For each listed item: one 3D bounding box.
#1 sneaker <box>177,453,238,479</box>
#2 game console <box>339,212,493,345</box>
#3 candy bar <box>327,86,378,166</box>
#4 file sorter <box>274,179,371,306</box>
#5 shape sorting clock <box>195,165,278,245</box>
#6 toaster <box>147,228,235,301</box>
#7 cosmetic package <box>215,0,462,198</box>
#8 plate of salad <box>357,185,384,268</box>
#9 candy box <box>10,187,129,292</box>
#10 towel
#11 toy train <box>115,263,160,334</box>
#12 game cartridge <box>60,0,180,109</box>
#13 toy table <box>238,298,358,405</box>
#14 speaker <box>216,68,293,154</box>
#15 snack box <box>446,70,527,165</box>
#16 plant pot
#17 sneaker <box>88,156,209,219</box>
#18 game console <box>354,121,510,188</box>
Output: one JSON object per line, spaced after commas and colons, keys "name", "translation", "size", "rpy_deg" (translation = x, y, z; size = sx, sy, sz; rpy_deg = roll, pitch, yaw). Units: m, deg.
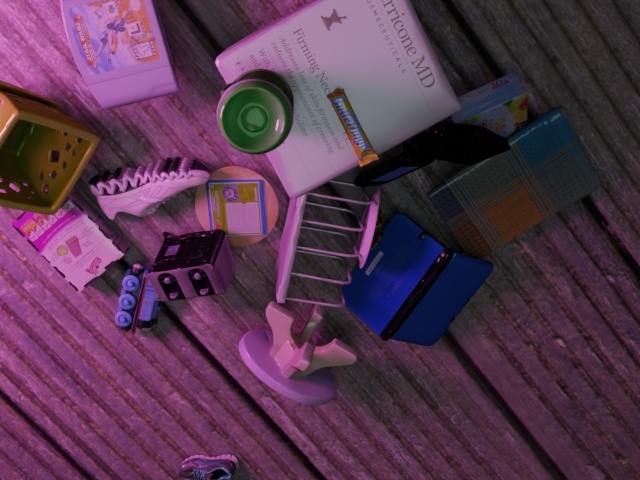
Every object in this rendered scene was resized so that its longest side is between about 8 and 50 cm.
{"name": "sneaker", "translation": [-0.307, 0.621, 2.042], "size": [0.166, 0.076, 0.065], "rpy_deg": [-9, 106, 1]}
{"name": "game console", "translation": [0.239, 0.104, 1.905], "size": [0.250, 0.173, 0.293], "rpy_deg": [42, 114, 19]}
{"name": "candy bar", "translation": [0.062, -0.223, 1.484], "size": [0.040, 0.018, 0.162], "rpy_deg": [-26, 107, 6]}
{"name": "file sorter", "translation": [0.000, 0.000, 1.803], "size": [0.173, 0.193, 0.278], "rpy_deg": [10, 106, -8]}
{"name": "shape sorting clock", "translation": [-0.204, -0.083, 1.847], "size": [0.206, 0.040, 0.206], "rpy_deg": [0, 113, 0]}
{"name": "toaster", "translation": [-0.306, 0.057, 1.814], "size": [0.168, 0.186, 0.110], "rpy_deg": [-8, 123, 11]}
{"name": "cosmetic package", "translation": [0.030, -0.349, 1.624], "size": [0.393, 0.327, 0.330], "rpy_deg": [-28, 106, 6]}
{"name": "plate of salad", "translation": [0.124, -0.029, 1.790], "size": [0.048, 0.200, 0.200], "rpy_deg": [13, 106, -4]}
{"name": "candy box", "translation": [-0.606, -0.011, 1.841], "size": [0.159, 0.071, 0.233], "rpy_deg": [-38, 104, 9]}
{"name": "towel", "translation": [0.466, -0.127, 1.816], "size": [0.370, 0.040, 0.271], "rpy_deg": [-33, 125, 9]}
{"name": "toy train", "translation": [-0.450, 0.148, 1.893], "size": [0.105, 0.080, 0.184], "rpy_deg": [12, 106, -12]}
{"name": "game cartridge", "translation": [-0.430, -0.436, 1.593], "size": [0.198, 0.062, 0.297], "rpy_deg": [-15, 108, -3]}
{"name": "toy table", "translation": [-0.049, 0.272, 1.874], "size": [0.274, 0.252, 0.161], "rpy_deg": [25, 122, -18]}
{"name": "speaker", "translation": [-0.110, -0.232, 1.330], "size": [0.131, 0.296, 0.131], "rpy_deg": [0, 107, -2]}
{"name": "snack box", "translation": [0.380, -0.274, 1.727], "size": [0.174, 0.207, 0.070], "rpy_deg": [-23, 65, 5]}
{"name": "plant pot", "translation": [-0.671, -0.218, 1.680], "size": [0.207, 0.227, 0.228], "rpy_deg": [45, 106, 31]}
{"name": "sneaker", "translation": [-0.398, -0.124, 1.804], "size": [0.292, 0.110, 0.118], "rpy_deg": [-9, 115, 10]}
{"name": "game console", "translation": [0.231, -0.181, 1.711], "size": [0.213, 0.361, 0.044], "rpy_deg": [5, 73, -37]}
